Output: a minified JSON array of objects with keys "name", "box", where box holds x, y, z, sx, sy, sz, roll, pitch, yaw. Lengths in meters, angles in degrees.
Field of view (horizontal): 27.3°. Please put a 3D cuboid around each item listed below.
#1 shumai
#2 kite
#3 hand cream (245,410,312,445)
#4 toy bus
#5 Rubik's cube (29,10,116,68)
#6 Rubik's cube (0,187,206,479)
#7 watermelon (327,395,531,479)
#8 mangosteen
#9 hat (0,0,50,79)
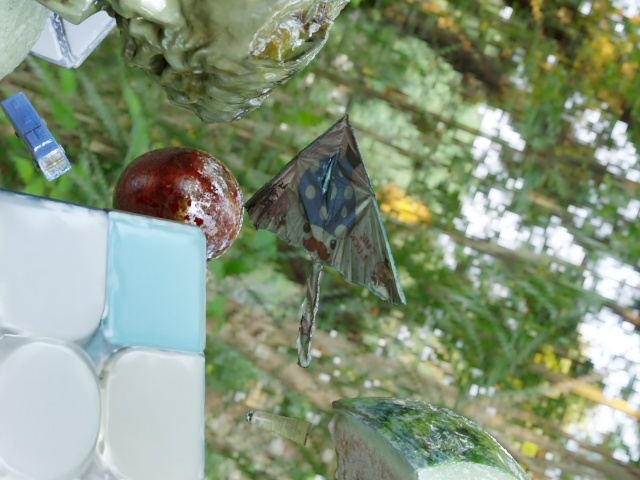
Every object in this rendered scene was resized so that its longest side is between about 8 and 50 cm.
[{"name":"shumai","box":[-0.086,-0.203,0.951,0.189,0.218,0.256,-64,-168,-18]},{"name":"kite","box":[0.000,0.000,1.576,0.335,0.011,0.314,29,-67,49]},{"name":"hand cream","box":[-0.060,0.263,1.877,0.022,0.102,0.035,35,69,-62]},{"name":"toy bus","box":[-0.440,-0.161,2.028,0.051,0.153,0.061,-33,148,-8]},{"name":"Rubik's cube","box":[-0.329,-0.391,1.501,0.255,0.260,0.259,-42,-129,31]},{"name":"Rubik's cube","box":[-0.329,0.152,1.119,0.344,0.346,0.347,-13,-110,41]},{"name":"watermelon","box":[0.143,0.328,1.694,0.193,0.310,0.232,-6,-127,59]},{"name":"mangosteen","box":[-0.233,-0.025,2.136,0.215,0.215,0.257,120,-24,-56]},{"name":"hat","box":[-0.280,-0.193,1.013,0.257,0.130,0.257,25,90,-83]}]
